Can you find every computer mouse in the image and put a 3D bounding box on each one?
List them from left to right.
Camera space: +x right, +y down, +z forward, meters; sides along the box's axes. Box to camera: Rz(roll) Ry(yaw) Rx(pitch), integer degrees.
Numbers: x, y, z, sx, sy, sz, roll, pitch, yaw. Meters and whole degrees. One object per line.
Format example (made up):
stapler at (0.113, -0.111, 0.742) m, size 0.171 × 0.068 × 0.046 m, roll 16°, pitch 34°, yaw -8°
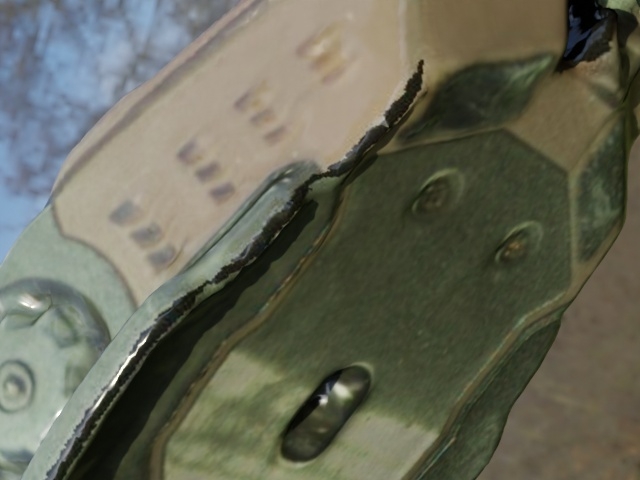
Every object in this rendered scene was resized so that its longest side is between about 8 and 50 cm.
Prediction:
computer mouse at (-0.005, -0.002, 0.631) m, size 0.389 × 0.115 × 0.199 m, roll -52°, pitch -33°, yaw 6°
